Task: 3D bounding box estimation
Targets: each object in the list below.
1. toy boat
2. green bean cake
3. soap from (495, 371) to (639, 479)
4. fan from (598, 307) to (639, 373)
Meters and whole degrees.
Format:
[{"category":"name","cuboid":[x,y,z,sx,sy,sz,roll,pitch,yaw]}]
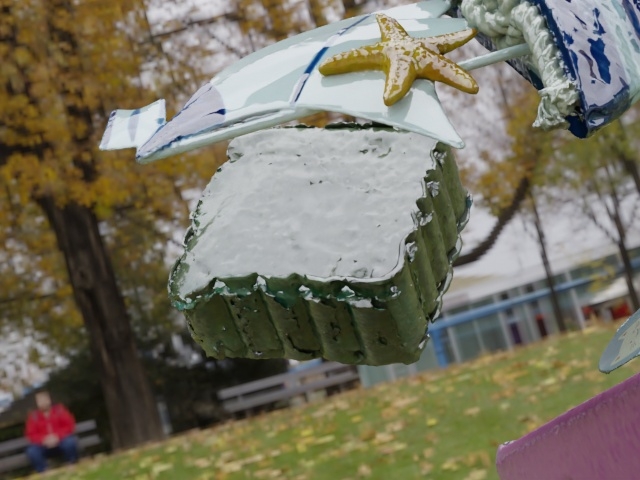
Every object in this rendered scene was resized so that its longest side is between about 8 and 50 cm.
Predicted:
[{"category":"toy boat","cuboid":[0.026,-0.085,0.647,0.291,0.220,0.067,-19,-54,-4]},{"category":"green bean cake","cuboid":[0.000,0.000,1.170,0.255,0.241,0.132,-2,-43,22]},{"category":"soap","cuboid":[0.213,0.170,0.717,0.081,0.181,0.259,-19,-14,-20]},{"category":"fan","cuboid":[0.297,0.053,1.023,0.175,0.005,0.113,-48,0,33]}]
